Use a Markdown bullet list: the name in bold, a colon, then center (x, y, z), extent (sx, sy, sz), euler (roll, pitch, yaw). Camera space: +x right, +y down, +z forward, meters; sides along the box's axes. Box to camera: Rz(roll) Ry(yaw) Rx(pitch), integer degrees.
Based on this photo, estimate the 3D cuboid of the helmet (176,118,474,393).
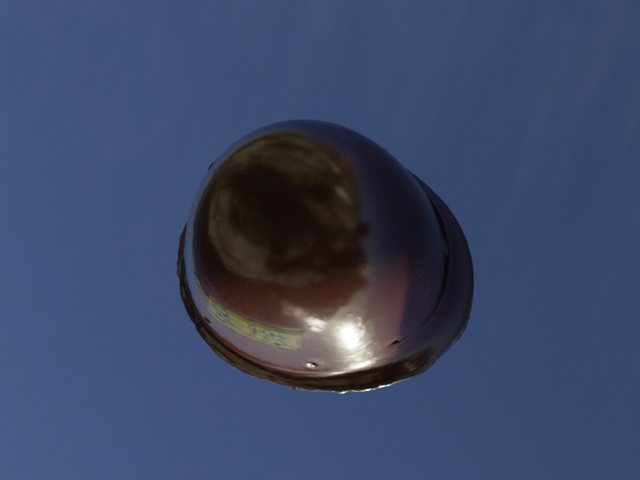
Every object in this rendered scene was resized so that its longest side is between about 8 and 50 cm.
- **helmet**: center (0.000, 0.000, 0.990), extent (0.175, 0.155, 0.106), euler (34, -15, 14)
